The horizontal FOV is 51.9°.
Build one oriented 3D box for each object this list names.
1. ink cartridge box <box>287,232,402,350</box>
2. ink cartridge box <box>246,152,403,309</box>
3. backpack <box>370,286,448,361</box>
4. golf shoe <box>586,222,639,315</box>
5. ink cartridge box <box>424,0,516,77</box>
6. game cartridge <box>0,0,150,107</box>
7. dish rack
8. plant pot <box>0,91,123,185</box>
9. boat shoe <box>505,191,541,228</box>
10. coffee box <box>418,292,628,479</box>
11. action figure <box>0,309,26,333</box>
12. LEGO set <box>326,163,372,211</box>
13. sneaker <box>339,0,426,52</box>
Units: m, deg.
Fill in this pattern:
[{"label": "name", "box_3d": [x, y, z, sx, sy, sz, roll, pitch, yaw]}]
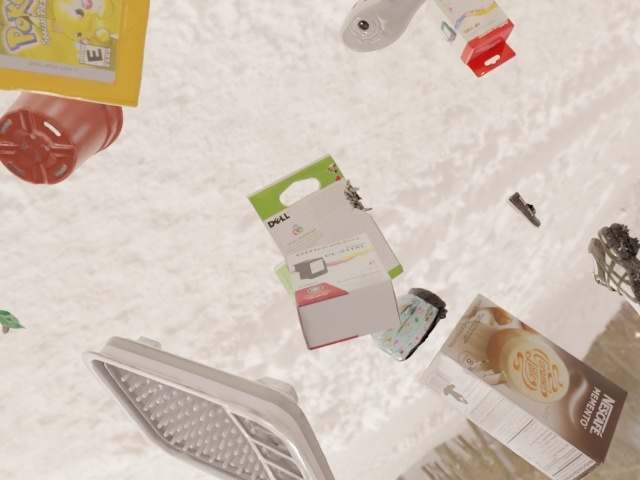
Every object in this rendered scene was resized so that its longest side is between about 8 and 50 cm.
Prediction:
[{"label": "ink cartridge box", "box_3d": [0.026, 0.065, 0.910, 0.127, 0.175, 0.072, -16, 112, -2]}, {"label": "ink cartridge box", "box_3d": [0.000, 0.000, 1.192, 0.189, 0.255, 0.097, -30, 176, -20]}, {"label": "backpack", "box_3d": [0.210, 0.203, 1.607, 0.182, 0.115, 0.152, -52, -179, -10]}, {"label": "golf shoe", "box_3d": [0.547, 0.069, 1.178, 0.077, 0.198, 0.094, -5, 153, -23]}, {"label": "ink cartridge box", "box_3d": [0.383, -0.538, 1.643, 0.134, 0.231, 0.078, -32, 168, -10]}, {"label": "game cartridge", "box_3d": [-0.425, -0.362, 0.991, 0.324, 0.052, 0.285, 3, 113, -23]}, {"label": "dish rack", "box_3d": [-0.131, 0.237, 0.864, 0.072, 0.333, 0.285, -58, 146, -34]}, {"label": "plant pot", "box_3d": [-0.677, -0.288, 1.678, 0.265, 0.272, 0.272, -85, -161, -57]}, {"label": "boat shoe", "box_3d": [0.494, -0.073, 1.574, 0.125, 0.046, 0.038, 35, 110, -25]}, {"label": "coffee box", "box_3d": [0.285, 0.208, 0.934, 0.141, 0.246, 0.098, -45, 164, -40]}, {"label": "action figure", "box_3d": [-0.692, 0.132, 1.251, 0.063, 0.137, 0.232, -66, 156, -7]}, {"label": "LEGO set", "box_3d": [0.035, -0.067, 0.895, 0.023, 0.083, 0.054, -44, 165, -11]}, {"label": "sneaker", "box_3d": [0.117, -0.376, 0.975, 0.217, 0.079, 0.121, -29, -144, 50]}]
